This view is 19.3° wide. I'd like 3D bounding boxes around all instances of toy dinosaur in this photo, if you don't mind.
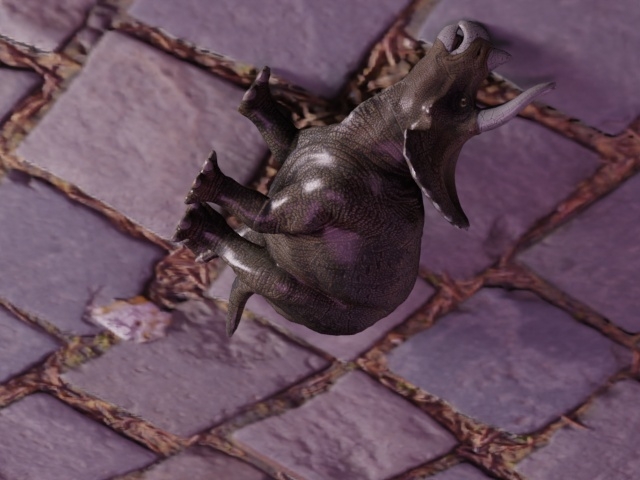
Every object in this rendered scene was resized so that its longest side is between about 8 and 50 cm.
[{"bbox_3d":[0.000,0.000,1.121,0.160,0.121,0.313,27,133,0],"label":"toy dinosaur"}]
